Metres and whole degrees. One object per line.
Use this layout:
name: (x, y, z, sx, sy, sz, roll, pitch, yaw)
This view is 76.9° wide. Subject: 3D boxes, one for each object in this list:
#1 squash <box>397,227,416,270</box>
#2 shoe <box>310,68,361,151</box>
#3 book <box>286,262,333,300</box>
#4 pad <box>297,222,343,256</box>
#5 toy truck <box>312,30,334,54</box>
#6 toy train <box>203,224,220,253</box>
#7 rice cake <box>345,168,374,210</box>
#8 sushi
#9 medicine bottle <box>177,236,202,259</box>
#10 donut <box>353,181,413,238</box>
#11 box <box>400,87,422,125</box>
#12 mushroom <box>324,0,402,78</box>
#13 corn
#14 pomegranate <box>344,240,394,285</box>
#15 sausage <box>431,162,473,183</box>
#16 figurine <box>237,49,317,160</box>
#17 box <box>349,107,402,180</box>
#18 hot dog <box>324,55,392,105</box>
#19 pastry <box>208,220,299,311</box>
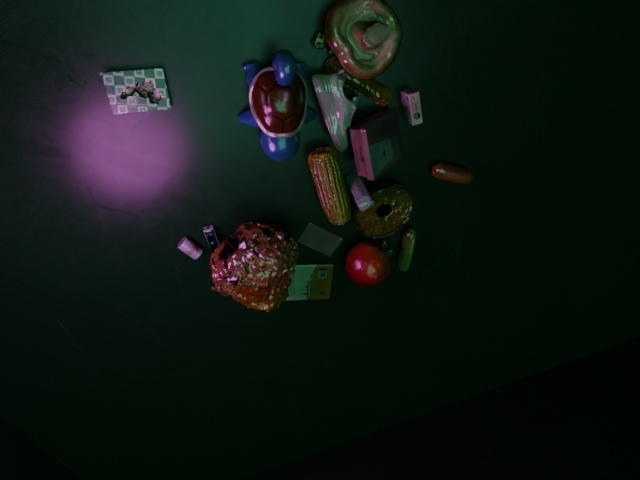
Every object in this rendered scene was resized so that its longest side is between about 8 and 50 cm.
squash: (0.416, 0.046, 1.938, 0.069, 0.069, 0.238, -1, 121, -12)
shoe: (0.079, -0.487, 1.489, 0.160, 0.124, 0.316, -24, 134, 4)
book: (-0.091, 0.203, 1.943, 0.296, 0.020, 0.207, 0, 121, -13)
pad: (0.000, 0.000, 1.850, 0.188, 0.006, 0.113, 26, 112, -25)
toy truck: (0.013, -0.692, 1.411, 0.084, 0.049, 0.054, 12, 116, -21)
toy train: (-0.451, 0.031, 1.741, 0.043, 0.047, 0.207, -14, 123, -3)
rice cake: (0.159, -0.203, 1.658, 0.069, 0.206, 0.063, -31, 136, 11)
sushi: (-0.629, -0.513, 1.383, 0.201, 0.031, 0.139, -9, 122, -11)
medicine bottle: (-0.553, 0.033, 1.712, 0.058, 0.058, 0.091, -40, 121, 12)
donut: (0.267, -0.143, 1.774, 0.273, 0.107, 0.271, -9, 125, -13)
box: (0.354, -0.521, 1.569, 0.043, 0.089, 0.125, -19, 124, -2)
mushroom: (0.146, -0.694, 1.375, 0.279, 0.146, 0.277, -7, 110, -19)
corn: (0.043, -0.217, 1.655, 0.131, 0.131, 0.344, -18, 124, -2)
pomegranate: (0.227, 0.101, 1.855, 0.235, 0.210, 0.210, -37, 125, -20)
sausage: (0.575, -0.295, 1.765, 0.198, 0.076, 0.076, 11, 117, -17)
figurine: (-0.135, -0.495, 1.423, 0.299, 0.242, 0.416, -11, 143, -17)
box: (0.219, -0.378, 1.567, 0.215, 0.086, 0.215, -41, 132, -32)
hot dog: (0.147, -0.588, 1.495, 0.289, 0.068, 0.083, 21, 107, -22)
pastry: (-0.284, 0.107, 1.682, 0.338, 0.292, 0.404, 2, 122, -22)
